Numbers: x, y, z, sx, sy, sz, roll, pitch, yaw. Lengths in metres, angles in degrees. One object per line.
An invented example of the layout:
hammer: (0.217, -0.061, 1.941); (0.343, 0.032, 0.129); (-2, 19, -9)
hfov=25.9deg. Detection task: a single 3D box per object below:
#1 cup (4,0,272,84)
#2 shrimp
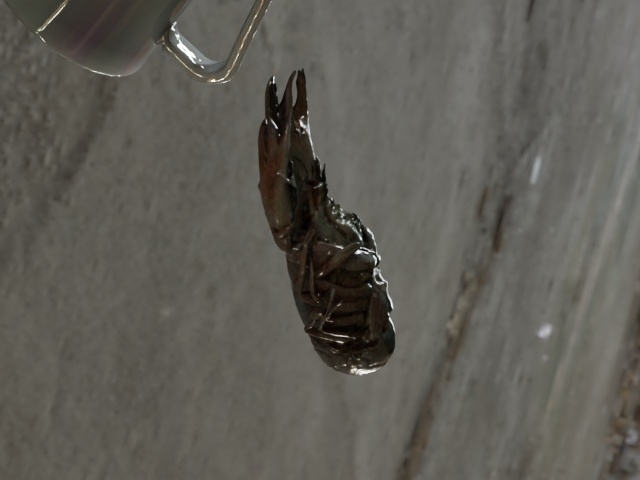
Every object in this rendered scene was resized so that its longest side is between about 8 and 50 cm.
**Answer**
cup: (-0.056, -0.113, 0.527); (0.116, 0.104, 0.074); (-40, -168, 26)
shrimp: (-0.001, -0.001, 0.394); (0.038, 0.029, 0.092); (-54, 125, -73)
